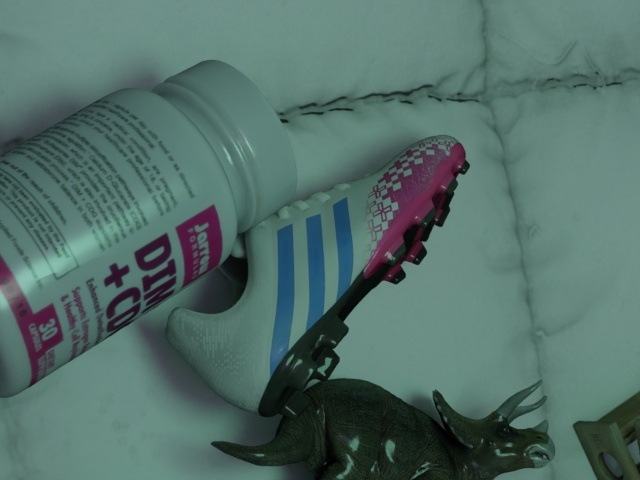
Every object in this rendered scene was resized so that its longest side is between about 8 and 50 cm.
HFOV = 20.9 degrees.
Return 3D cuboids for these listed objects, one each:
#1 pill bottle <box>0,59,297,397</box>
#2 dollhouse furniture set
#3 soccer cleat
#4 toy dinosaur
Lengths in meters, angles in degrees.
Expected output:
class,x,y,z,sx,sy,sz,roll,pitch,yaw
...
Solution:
class,x,y,z,sx,sy,sz,roll,pitch,yaw
pill bottle,-0.166,-0.018,1.319,0.283,0.160,0.160,-33,101,-27
dollhouse furniture set,0.363,0.171,1.594,0.182,0.161,0.101,-30,100,-27
soccer cleat,0.000,0.000,1.440,0.143,0.116,0.331,33,54,11
toy dinosaur,0.038,0.182,1.460,0.313,0.121,0.160,14,67,-22
